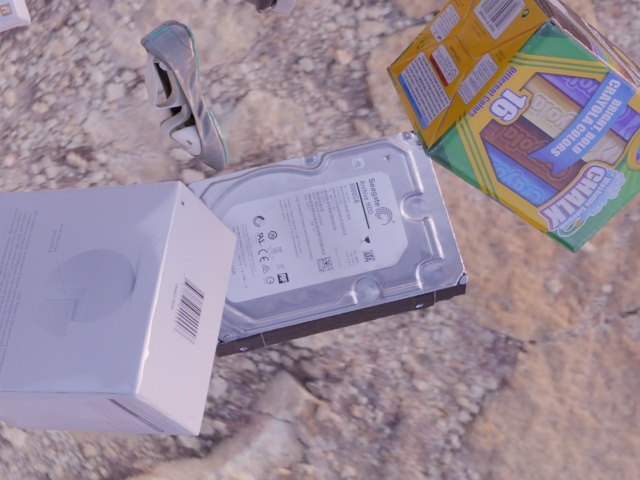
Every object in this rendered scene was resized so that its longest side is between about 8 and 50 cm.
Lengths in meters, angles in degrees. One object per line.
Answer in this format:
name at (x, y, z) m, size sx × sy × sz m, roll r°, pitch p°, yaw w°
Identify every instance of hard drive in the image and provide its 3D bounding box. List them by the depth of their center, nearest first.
hard drive at (0.000, 0.000, 1.645) m, size 0.339 × 0.064 × 0.236 m, roll -13°, pitch 67°, yaw -3°

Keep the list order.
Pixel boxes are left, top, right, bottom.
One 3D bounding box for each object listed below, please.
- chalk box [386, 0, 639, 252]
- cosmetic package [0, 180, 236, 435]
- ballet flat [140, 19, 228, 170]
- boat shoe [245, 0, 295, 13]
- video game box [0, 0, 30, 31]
chalk box at (0.244, -0.127, 1.305) m, size 0.289 × 0.180 × 0.179 m, roll 32°, pitch 113°, yaw -30°
cosmetic package at (-0.228, 0.072, 1.280) m, size 0.138 × 0.225 × 0.224 m, roll 49°, pitch 45°, yaw -56°
ballet flat at (-0.165, -0.157, 1.466) m, size 0.068 × 0.072 × 0.213 m, roll -35°, pitch 135°, yaw -24°
boat shoe at (-0.055, -0.334, 1.281) m, size 0.097 × 0.324 × 0.116 m, roll 8°, pitch 74°, yaw -7°
video game box at (-0.429, -0.300, 1.336) m, size 0.187 × 0.048 × 0.205 m, roll -18°, pitch 92°, yaw 3°
